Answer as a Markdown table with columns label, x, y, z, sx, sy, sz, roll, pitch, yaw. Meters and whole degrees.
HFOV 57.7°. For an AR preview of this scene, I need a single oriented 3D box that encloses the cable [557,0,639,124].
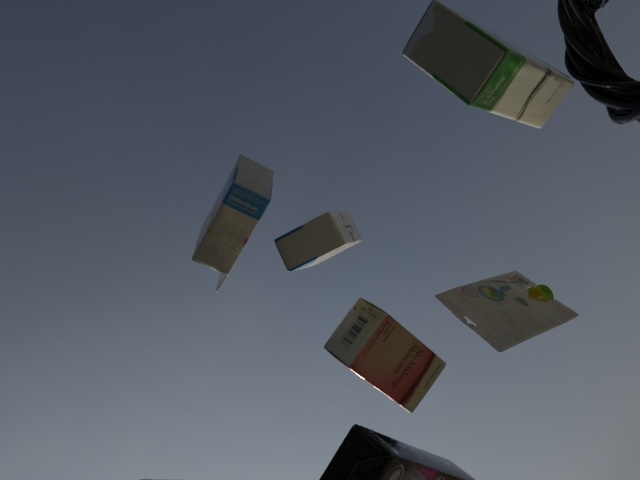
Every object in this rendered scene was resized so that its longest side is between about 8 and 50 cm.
| label | x | y | z | sx | sy | sz | roll | pitch | yaw |
| --- | --- | --- | --- | --- | --- | --- | --- | --- | --- |
| cable | 0.207 | -0.141 | 0.369 | 0.047 | 0.184 | 0.150 | -39 | -74 | -4 |

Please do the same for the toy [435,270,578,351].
| label | x | y | z | sx | sy | sz | roll | pitch | yaw |
| --- | --- | --- | --- | --- | --- | --- | --- | --- | --- |
| toy | 0.306 | 0.124 | 0.966 | 0.237 | 0.137 | 0.056 | -14 | -49 | -37 |

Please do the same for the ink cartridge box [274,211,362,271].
| label | x | y | z | sx | sy | sz | roll | pitch | yaw |
| --- | --- | --- | --- | --- | --- | --- | --- | --- | --- |
| ink cartridge box | 0.000 | 0.000 | 1.364 | 0.086 | 0.148 | 0.203 | 63 | -166 | 4 |

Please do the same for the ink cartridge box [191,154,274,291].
| label | x | y | z | sx | sy | sz | roll | pitch | yaw |
| --- | --- | --- | --- | --- | --- | --- | --- | --- | --- |
| ink cartridge box | -0.138 | -0.024 | 0.872 | 0.062 | 0.104 | 0.181 | 25 | -63 | -15 |

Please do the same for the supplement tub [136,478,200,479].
| label | x | y | z | sx | sy | sz | roll | pitch | yaw |
| --- | --- | --- | --- | --- | --- | --- | --- | --- | --- |
| supplement tub | -0.234 | 0.528 | 0.985 | 0.228 | 0.316 | 0.228 | 22 | -120 | -45 |

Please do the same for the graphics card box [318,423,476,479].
| label | x | y | z | sx | sy | sz | roll | pitch | yaw |
| --- | --- | --- | --- | --- | --- | --- | --- | --- | --- |
| graphics card box | 0.117 | 0.459 | 0.969 | 0.371 | 0.094 | 0.233 | 38 | -97 | -45 |

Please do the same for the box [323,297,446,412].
| label | x | y | z | sx | sy | sz | roll | pitch | yaw |
| --- | --- | --- | --- | --- | --- | --- | --- | --- | --- |
| box | 0.150 | 0.264 | 1.337 | 0.232 | 0.127 | 0.148 | 40 | -97 | -28 |

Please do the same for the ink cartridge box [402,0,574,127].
| label | x | y | z | sx | sy | sz | roll | pitch | yaw |
| --- | --- | --- | --- | --- | --- | --- | --- | --- | --- |
| ink cartridge box | 0.341 | -0.344 | 1.164 | 0.289 | 0.211 | 0.121 | 2 | -51 | -44 |
